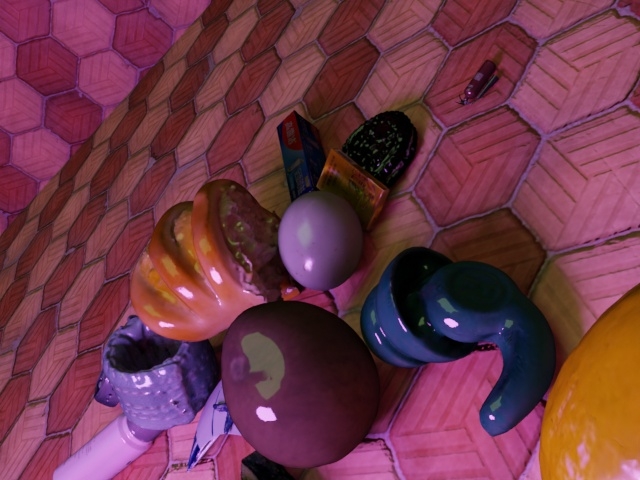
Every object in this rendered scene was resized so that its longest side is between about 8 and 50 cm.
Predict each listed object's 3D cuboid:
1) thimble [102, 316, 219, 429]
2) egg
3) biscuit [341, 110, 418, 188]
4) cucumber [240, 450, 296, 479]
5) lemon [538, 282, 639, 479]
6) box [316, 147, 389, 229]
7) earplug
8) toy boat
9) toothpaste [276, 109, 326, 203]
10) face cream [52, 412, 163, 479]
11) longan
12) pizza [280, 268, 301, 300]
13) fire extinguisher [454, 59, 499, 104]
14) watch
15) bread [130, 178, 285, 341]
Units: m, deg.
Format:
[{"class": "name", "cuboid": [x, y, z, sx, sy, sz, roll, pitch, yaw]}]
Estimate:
[{"class": "thimble", "cuboid": [-0.294, 0.238, 1.351, 0.199, 0.143, 0.235, -24, 34, -14]}, {"class": "egg", "cuboid": [0.000, 0.000, 1.265, 0.149, 0.149, 0.192, -30, 46, 31]}, {"class": "biscuit", "cuboid": [0.104, -0.163, 1.381, 0.195, 0.053, 0.194, -32, 38, 29]}, {"class": "cucumber", "cuboid": [-0.039, 0.381, 1.037, 0.211, 0.062, 0.077, 23, 122, 51]}, {"class": "lemon", "cuboid": [0.337, 0.162, 0.534, 0.348, 0.348, 0.347, -32, 38, 29]}, {"class": "box", "cuboid": [0.057, -0.096, 1.325, 0.156, 0.022, 0.089, 46, 127, 36]}, {"class": "earplug", "cuboid": [0.171, 0.126, 0.970, 0.280, 0.164, 0.257, -30, 74, 49]}, {"class": "toy boat", "cuboid": [-0.137, 0.286, 1.247, 0.210, 0.070, 0.291, 12, 72, 60]}, {"class": "toothpaste", "cuboid": [-0.031, -0.161, 1.525, 0.066, 0.076, 0.320, -43, 33, 21]}, {"class": "face cream", "cuboid": [-0.402, 0.406, 1.433, 0.311, 0.092, 0.092, -41, 34, 19]}, {"class": "longan", "cuboid": [-0.034, 0.199, 1.027, 0.248, 0.248, 0.248, -32, 38, 29]}, {"class": "pizza", "cuboid": [-0.088, 0.068, 1.411, 0.178, 0.041, 0.130, -13, 52, 45]}, {"class": "fire extinguisher", "cuboid": [0.286, -0.275, 1.292, 0.046, 0.032, 0.100, 33, 85, 23]}, {"class": "watch", "cuboid": [-0.432, 0.264, 1.587, 0.193, 0.068, 0.206, -40, 27, 53]}, {"class": "bread", "cuboid": [-0.210, 0.026, 1.309, 0.270, 0.211, 0.315, -21, 28, 18]}]
